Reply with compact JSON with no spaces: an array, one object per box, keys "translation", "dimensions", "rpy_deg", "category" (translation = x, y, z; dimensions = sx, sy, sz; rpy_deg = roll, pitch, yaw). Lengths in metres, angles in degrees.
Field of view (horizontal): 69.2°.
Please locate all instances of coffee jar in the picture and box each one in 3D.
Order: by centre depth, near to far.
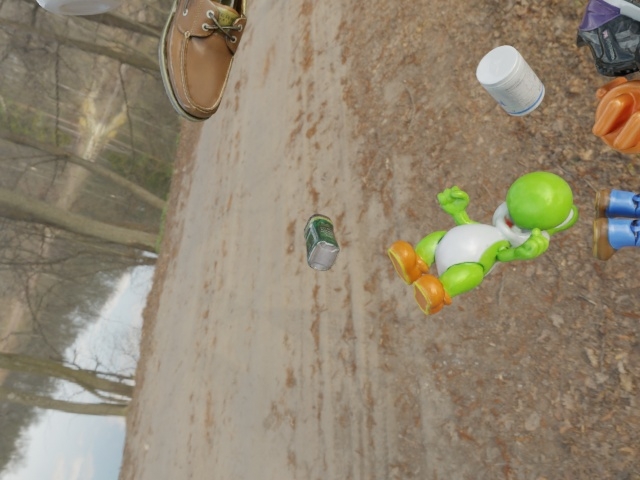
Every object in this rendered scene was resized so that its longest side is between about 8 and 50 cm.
[{"translation":[0.000,0.000,1.319],"dimensions":[0.184,0.079,0.096],"rpy_deg":[-101,32,-59],"category":"coffee jar"}]

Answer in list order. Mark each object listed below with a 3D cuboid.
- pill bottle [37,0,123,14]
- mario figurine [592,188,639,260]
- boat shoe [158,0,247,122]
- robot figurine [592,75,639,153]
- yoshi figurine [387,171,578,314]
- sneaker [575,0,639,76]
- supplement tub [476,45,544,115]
[{"translation":[-0.544,-0.666,0.981],"dimensions":[0.182,0.182,0.322],"rpy_deg":[19,122,59],"category":"pill bottle"},{"translation":[0.639,-0.004,0.773],"dimensions":[0.321,0.170,0.197],"rpy_deg":[6,95,33],"category":"mario figurine"},{"translation":[-0.178,-0.348,0.738],"dimensions":[0.105,0.111,0.307],"rpy_deg":[1,87,45],"category":"boat shoe"},{"translation":[0.575,-0.224,0.802],"dimensions":[0.158,0.220,0.128],"rpy_deg":[14,124,61],"category":"robot figurine"},{"translation":[0.318,-0.019,0.872],"dimensions":[0.362,0.203,0.203],"rpy_deg":[-27,3,-3],"category":"yoshi figurine"},{"translation":[0.522,-0.306,0.748],"dimensions":[0.124,0.107,0.283],"rpy_deg":[98,165,-48],"category":"sneaker"},{"translation":[0.311,-0.258,0.758],"dimensions":[0.071,0.107,0.070],"rpy_deg":[-25,54,39],"category":"supplement tub"}]
